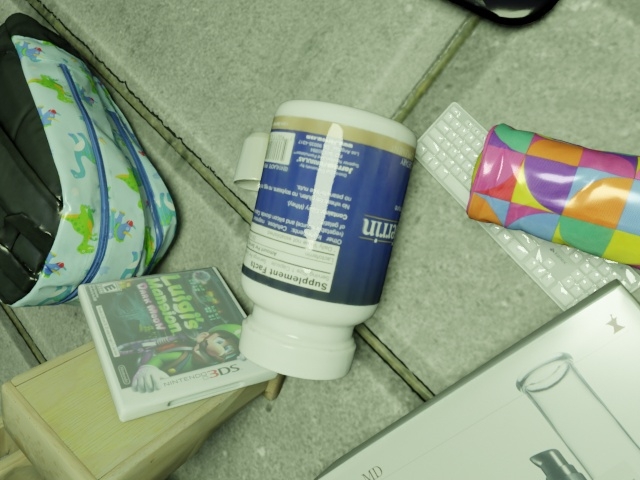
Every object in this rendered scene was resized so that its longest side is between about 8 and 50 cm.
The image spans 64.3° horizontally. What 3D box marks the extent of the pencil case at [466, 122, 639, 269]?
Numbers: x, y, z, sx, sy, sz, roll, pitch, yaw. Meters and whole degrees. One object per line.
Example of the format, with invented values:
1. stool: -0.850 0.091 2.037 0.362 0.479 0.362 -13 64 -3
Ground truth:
1. pencil case: 0.250 -0.031 0.438 0.236 0.104 0.105 20 98 21

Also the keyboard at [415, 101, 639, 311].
1. keyboard: 0.199 -0.032 0.520 0.072 0.014 0.256 -46 70 18

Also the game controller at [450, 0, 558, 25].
1. game controller: 0.222 -0.374 0.487 0.166 0.067 0.319 35 105 23

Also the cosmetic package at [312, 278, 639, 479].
1. cosmetic package: 0.202 0.259 0.464 0.377 0.097 0.284 -42 70 21

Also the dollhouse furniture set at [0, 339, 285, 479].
1. dollhouse furniture set: -0.226 0.298 0.650 0.362 0.256 0.394 32 124 24

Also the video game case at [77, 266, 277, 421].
1. video game case: -0.165 0.103 0.584 0.190 0.173 0.022 47 131 40

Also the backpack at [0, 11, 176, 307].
1. backpack: -0.362 -0.075 0.687 0.290 0.273 0.355 -49 48 15

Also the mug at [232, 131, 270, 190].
1. mug: -0.068 -0.097 0.637 0.062 0.078 0.064 -9 74 58

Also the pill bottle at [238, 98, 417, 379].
1. pill bottle: 0.000 0.000 0.540 0.153 0.153 0.265 16 96 26
